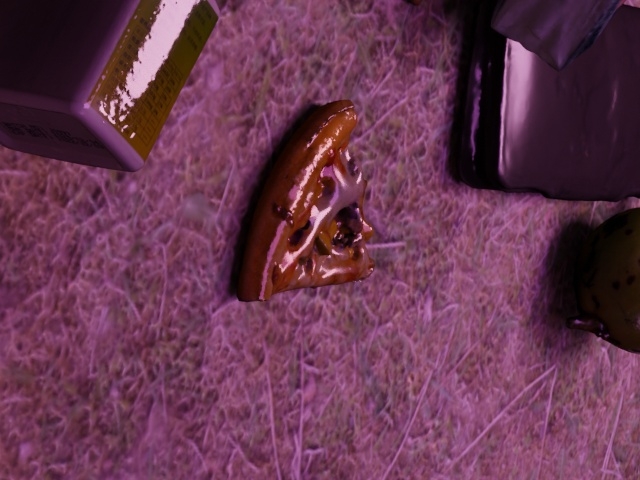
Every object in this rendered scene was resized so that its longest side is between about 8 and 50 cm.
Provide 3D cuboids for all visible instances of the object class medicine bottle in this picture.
[{"bbox_3d":[-0.142,-0.149,1.294,0.088,0.132,0.188,48,62,-48],"label":"medicine bottle"}]

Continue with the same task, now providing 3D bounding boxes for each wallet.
[{"bbox_3d":[0.252,-0.135,1.891,0.377,0.051,0.197,-1,98,-54],"label":"wallet"}]

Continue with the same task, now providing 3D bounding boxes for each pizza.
[{"bbox_3d":[0.000,0.000,1.606,0.184,0.036,0.176,-57,139,-25],"label":"pizza"}]

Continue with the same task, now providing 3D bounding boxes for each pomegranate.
[{"bbox_3d":[0.333,0.017,1.966,0.220,0.156,0.156,-62,141,-33],"label":"pomegranate"}]

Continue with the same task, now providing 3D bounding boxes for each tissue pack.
[{"bbox_3d":[0.279,-0.309,1.719,0.315,0.103,0.228,-49,174,-49],"label":"tissue pack"}]

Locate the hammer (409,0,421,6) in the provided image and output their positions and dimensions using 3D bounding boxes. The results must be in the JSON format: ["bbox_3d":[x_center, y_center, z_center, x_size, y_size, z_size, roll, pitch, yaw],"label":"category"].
[{"bbox_3d":[0.101,-0.252,1.690,0.123,0.014,0.029,-64,150,-23],"label":"hammer"}]
